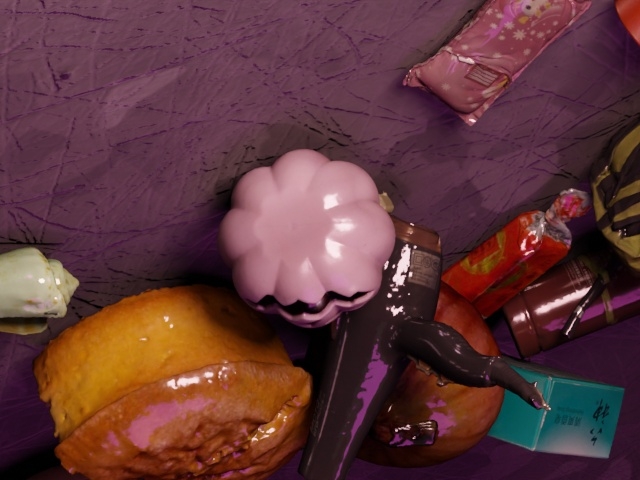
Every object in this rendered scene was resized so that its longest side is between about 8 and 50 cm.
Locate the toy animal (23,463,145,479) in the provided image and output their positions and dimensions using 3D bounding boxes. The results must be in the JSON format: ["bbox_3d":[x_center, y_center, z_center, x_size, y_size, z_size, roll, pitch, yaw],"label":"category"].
[{"bbox_3d":[-0.338,0.428,2.223,0.345,0.247,0.277,-16,150,-12],"label":"toy animal"}]

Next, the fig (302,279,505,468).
[{"bbox_3d":[0.089,0.152,2.103,0.214,0.235,0.235,-27,157,-38],"label":"fig"}]

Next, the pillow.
[{"bbox_3d":[0.170,-0.193,1.806,0.118,0.043,0.185,21,125,-42],"label":"pillow"}]

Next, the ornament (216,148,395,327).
[{"bbox_3d":[-0.012,0.000,1.856,0.177,0.177,0.177,-17,149,-11],"label":"ornament"}]

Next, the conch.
[{"bbox_3d":[-0.324,0.055,1.836,0.170,0.079,0.106,-3,141,-4],"label":"conch"}]

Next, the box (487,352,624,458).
[{"bbox_3d":[0.221,0.187,2.236,0.153,0.245,0.092,13,92,-43],"label":"box"}]

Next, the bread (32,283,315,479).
[{"bbox_3d":[-0.130,0.149,1.996,0.340,0.194,0.179,9,131,-44],"label":"bread"}]

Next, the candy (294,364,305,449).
[{"bbox_3d":[0.028,0.216,2.310,0.203,0.078,0.141,-3,144,-40],"label":"candy"}]

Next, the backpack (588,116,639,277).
[{"bbox_3d":[0.408,-0.071,2.003,0.253,0.207,0.140,-28,128,25],"label":"backpack"}]

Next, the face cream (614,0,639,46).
[{"bbox_3d":[0.394,-0.266,1.787,0.214,0.096,0.096,-41,145,27],"label":"face cream"}]

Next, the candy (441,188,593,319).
[{"bbox_3d":[0.212,0.030,2.160,0.292,0.059,0.086,-41,148,28],"label":"candy"}]

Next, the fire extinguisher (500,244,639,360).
[{"bbox_3d":[0.386,0.044,2.227,0.341,0.141,0.105,-22,119,4],"label":"fire extinguisher"}]

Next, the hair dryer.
[{"bbox_3d":[0.104,0.146,1.862,0.120,0.359,0.304,21,91,-32],"label":"hair dryer"}]

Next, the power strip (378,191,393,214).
[{"bbox_3d":[0.000,0.000,1.976,0.169,0.028,0.076,-30,176,10],"label":"power strip"}]
